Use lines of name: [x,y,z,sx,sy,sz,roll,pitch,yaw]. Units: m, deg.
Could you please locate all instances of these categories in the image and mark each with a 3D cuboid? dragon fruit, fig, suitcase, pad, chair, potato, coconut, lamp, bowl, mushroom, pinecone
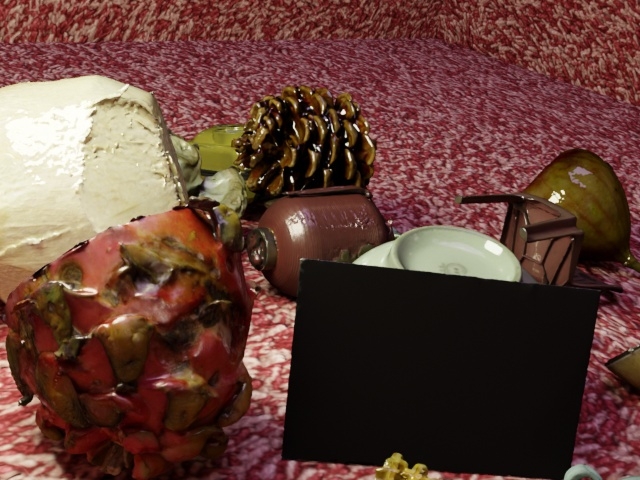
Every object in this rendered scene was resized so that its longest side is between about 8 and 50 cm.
dragon fruit: [-0.191,0.139,1.200,0.296,0.314,0.262,-22,79,-30]
fig: [0.534,-0.020,1.974,0.321,0.217,0.217,43,33,17]
suitcase: [-0.158,-0.153,2.019,0.235,0.143,0.194,10,17,43]
pad: [0.144,0.159,1.250,0.368,0.247,0.007,5,8,-7]
chair: [0.389,0.015,1.787,0.327,0.183,0.176,-11,29,-38]
potato: [0.532,0.179,1.519,0.202,0.182,0.117,-18,76,-36]
coconut: [-0.376,-0.059,1.491,0.360,0.346,0.346,-15,24,-3]
lamp: [0.000,0.000,1.679,0.258,0.180,0.180,-3,24,-30]
bowl: [0.166,0.101,1.393,0.354,0.185,0.354,6,33,-4]
mushroom: [-0.264,-0.061,1.750,0.267,0.190,0.164,28,37,-38]
pinecone: [-0.025,-0.165,1.818,0.257,0.243,0.243,21,19,-11]

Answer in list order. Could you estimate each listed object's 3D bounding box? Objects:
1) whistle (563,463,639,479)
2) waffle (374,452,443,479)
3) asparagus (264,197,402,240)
whistle: [0.356,0.338,1.044,0.289,0.163,0.163,45,33,12]
waffle: [0.078,0.302,1.133,0.192,0.046,0.161,-11,30,-40]
asparagus: [0.031,-0.036,1.929,0.287,0.080,0.080,13,22,12]
